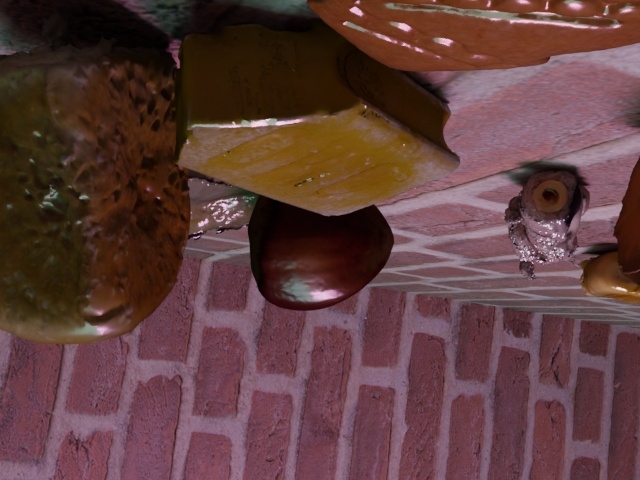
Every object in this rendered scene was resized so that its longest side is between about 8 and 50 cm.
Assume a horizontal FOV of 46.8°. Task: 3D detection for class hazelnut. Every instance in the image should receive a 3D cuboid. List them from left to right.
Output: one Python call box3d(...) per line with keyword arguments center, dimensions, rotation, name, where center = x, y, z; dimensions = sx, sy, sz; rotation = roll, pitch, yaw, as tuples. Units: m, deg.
box3d(center=(0.000, 0.000, 1.046), dimensions=(0.208, 0.208, 0.208), rotation=(7, 172, 1), name="hazelnut")

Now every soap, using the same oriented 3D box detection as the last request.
box3d(center=(-0.012, -0.095, 0.609), dimensions=(0.160, 0.080, 0.257), rotation=(-20, 160, 31), name="soap")

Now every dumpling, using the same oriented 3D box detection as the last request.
box3d(center=(-0.205, -0.073, 1.050), dimensions=(0.166, 0.086, 0.332), rotation=(-35, 149, 27), name="dumpling")

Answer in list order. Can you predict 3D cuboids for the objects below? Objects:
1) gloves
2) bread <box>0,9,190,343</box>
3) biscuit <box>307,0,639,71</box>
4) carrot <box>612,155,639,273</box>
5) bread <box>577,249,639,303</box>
box3d(center=(0.270, -0.029, 0.889), dimensions=(0.094, 0.110, 0.144), rotation=(13, 145, 17), name="gloves")
box3d(center=(-0.213, -0.058, 0.601), dimensions=(0.176, 0.246, 0.195), rotation=(2, -163, 13), name="bread")
box3d(center=(0.090, -0.144, 0.398), dimensions=(0.283, 0.043, 0.306), rotation=(9, 172, -11), name="biscuit")
box3d(center=(0.396, -0.012, 0.635), dimensions=(0.254, 0.196, 0.196), rotation=(15, 173, 3), name="carrot")
box3d(center=(0.543, 0.061, 1.322), dimensions=(0.134, 0.085, 0.173), rotation=(10, 174, 5), name="bread")
